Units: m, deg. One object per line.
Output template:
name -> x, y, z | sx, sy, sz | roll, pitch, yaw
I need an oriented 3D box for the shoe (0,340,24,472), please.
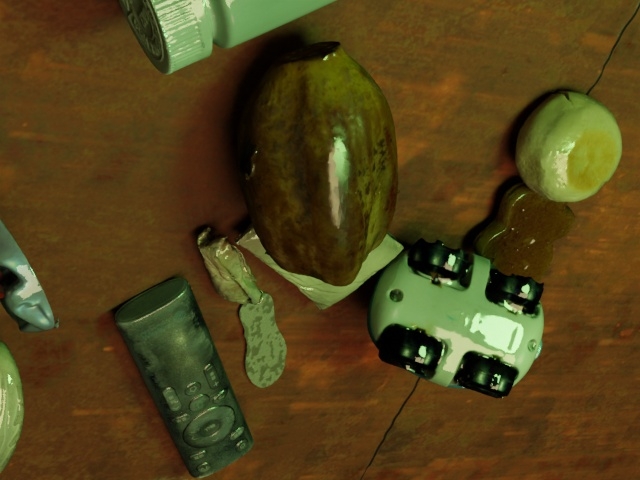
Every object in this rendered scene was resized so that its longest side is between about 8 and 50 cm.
shoe -> -0.499, 0.249, 1.700 | 0.210, 0.132, 0.342 | 13, 123, -46

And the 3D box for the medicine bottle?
medicine bottle -> -0.049, -0.304, 1.481 | 0.318, 0.158, 0.158 | -25, 139, -13

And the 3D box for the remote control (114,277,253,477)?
remote control -> -0.178, 0.196, 1.953 | 0.107, 0.044, 0.378 | -25, 138, -8

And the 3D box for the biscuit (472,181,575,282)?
biscuit -> 0.293, 0.001, 2.112 | 0.179, 0.039, 0.236 | -14, 135, -30

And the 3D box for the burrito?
burrito -> -0.119, 0.036, 1.842 | 0.149, 0.055, 0.041 | 64, 37, -52

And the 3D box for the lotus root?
lotus root -> -0.008, -0.097, 1.704 | 0.193, 0.193, 0.291 | -19, 127, -20

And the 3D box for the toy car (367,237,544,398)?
toy car -> 0.184, 0.111, 2.028 | 0.255, 0.190, 0.189 | 18, 84, -13

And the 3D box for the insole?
insole -> -0.081, 0.140, 1.997 | 0.065, 0.006, 0.193 | -24, 138, -15

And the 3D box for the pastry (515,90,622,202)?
pastry -> 0.343, -0.128, 1.978 | 0.156, 0.092, 0.156 | -14, 116, -33

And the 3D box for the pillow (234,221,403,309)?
pillow -> 0.000, 0.000, 1.891 | 0.148, 0.050, 0.229 | -47, 136, 2

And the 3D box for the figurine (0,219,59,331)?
figurine -> -0.505, 0.090, 1.493 | 0.388, 0.248, 0.277 | -34, 138, -18
